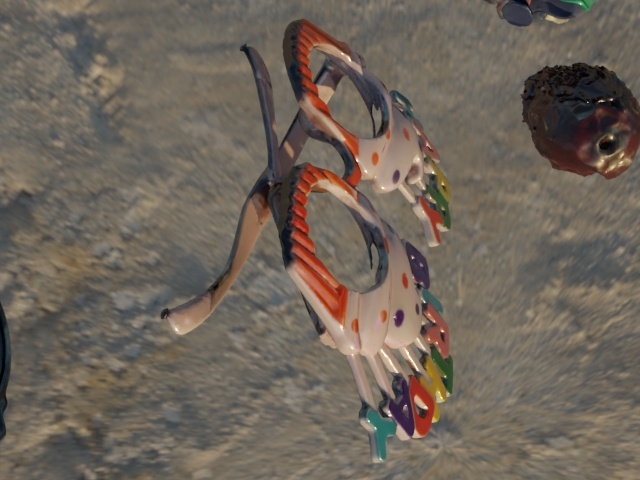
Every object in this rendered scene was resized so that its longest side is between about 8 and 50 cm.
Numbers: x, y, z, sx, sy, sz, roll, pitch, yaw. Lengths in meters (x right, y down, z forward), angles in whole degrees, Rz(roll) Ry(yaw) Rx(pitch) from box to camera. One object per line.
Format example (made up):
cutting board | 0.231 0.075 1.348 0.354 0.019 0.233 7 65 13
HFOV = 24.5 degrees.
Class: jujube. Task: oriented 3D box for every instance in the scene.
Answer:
jujube | 0.224 -0.113 1.304 0.104 0.166 0.104 -5 112 -13

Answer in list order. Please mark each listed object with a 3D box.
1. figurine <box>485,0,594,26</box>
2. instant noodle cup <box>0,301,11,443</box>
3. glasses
figurine | 0.201 -0.236 1.333 0.102 0.195 0.111 6 90 -7
instant noodle cup | -0.330 0.082 1.065 0.125 0.177 0.208 -28 86 34
glasses | 0.009 0.001 0.788 0.095 0.162 0.255 -26 43 35
